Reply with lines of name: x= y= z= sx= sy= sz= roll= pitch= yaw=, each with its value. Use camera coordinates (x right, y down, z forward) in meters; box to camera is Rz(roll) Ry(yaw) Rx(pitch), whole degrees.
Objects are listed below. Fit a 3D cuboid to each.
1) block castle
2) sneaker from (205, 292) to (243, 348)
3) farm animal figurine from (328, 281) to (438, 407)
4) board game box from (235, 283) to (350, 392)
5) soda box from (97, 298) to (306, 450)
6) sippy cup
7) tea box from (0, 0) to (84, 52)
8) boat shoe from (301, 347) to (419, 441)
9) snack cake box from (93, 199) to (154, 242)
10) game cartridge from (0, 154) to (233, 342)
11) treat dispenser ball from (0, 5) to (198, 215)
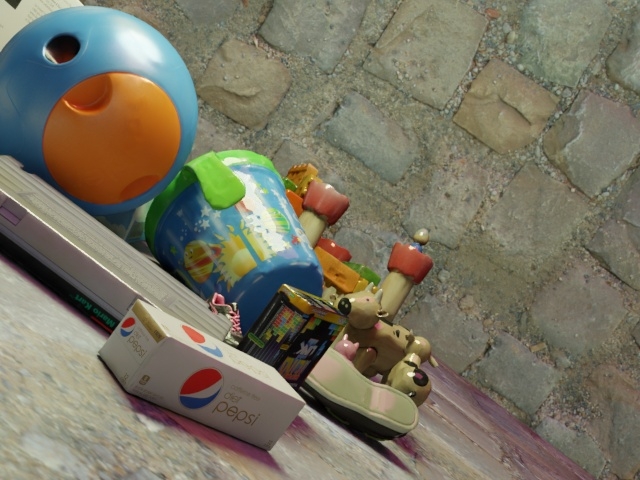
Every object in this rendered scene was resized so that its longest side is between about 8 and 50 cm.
block castle: x=0.000 y=0.000 z=2.150 sx=0.303 sy=0.213 sz=0.453 roll=35 pitch=-12 yaw=-20
sneaker: x=-0.128 y=0.112 z=1.441 sx=0.119 sy=0.057 sz=0.047 roll=42 pitch=3 yaw=42
farm animal figurine: x=0.087 y=0.176 z=1.814 sx=0.330 sy=0.172 sz=0.327 roll=39 pitch=3 yaw=27
board game box: x=-0.042 y=0.132 z=1.316 sx=0.048 sy=0.141 sz=0.170 roll=36 pitch=3 yaw=20
soda box: x=-0.115 y=0.140 z=1.074 sx=0.216 sy=0.069 sz=0.074 roll=33 pitch=5 yaw=-44
sippy cup: x=-0.114 y=0.021 z=1.588 sx=0.305 sy=0.240 sz=0.224 roll=19 pitch=27 yaw=-50
tea box: x=-0.591 y=-0.395 z=1.648 sx=0.323 sy=0.220 sz=0.329 roll=31 pitch=-5 yaw=18
boat shoe: x=0.032 y=0.223 z=1.533 sx=0.228 sy=0.068 sz=0.081 roll=32 pitch=44 yaw=-13
snack cake box: x=-0.331 y=-0.109 z=1.697 sx=0.264 sy=0.089 sz=0.152 roll=39 pitch=28 yaw=26
game cartridge: x=-0.263 y=0.026 z=1.219 sx=0.355 sy=0.068 sz=0.230 roll=37 pitch=7 yaw=-2
treat dispenser ball: x=-0.314 y=-0.177 z=1.461 sx=0.288 sy=0.288 sz=0.288 roll=37 pitch=3 yaw=-2
